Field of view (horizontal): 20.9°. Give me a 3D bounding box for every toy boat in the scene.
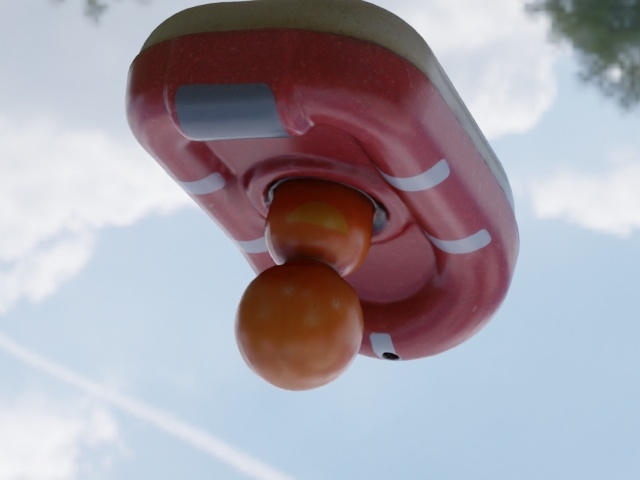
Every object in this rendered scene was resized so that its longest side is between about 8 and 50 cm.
[{"bbox_3d":[0.000,0.000,0.810,0.151,0.231,0.151,-1,-118,27],"label":"toy boat"}]
